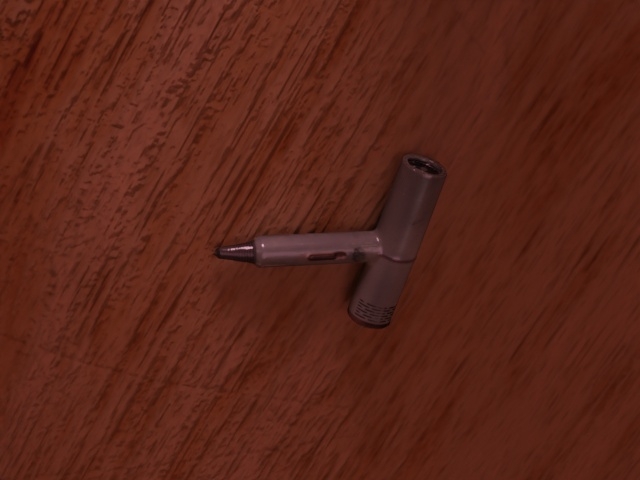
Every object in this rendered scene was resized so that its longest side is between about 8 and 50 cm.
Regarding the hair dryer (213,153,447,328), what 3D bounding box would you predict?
[{"bbox_3d":[0.001,-0.007,1.186,0.183,0.044,0.155,9,115,-24],"label":"hair dryer"}]
